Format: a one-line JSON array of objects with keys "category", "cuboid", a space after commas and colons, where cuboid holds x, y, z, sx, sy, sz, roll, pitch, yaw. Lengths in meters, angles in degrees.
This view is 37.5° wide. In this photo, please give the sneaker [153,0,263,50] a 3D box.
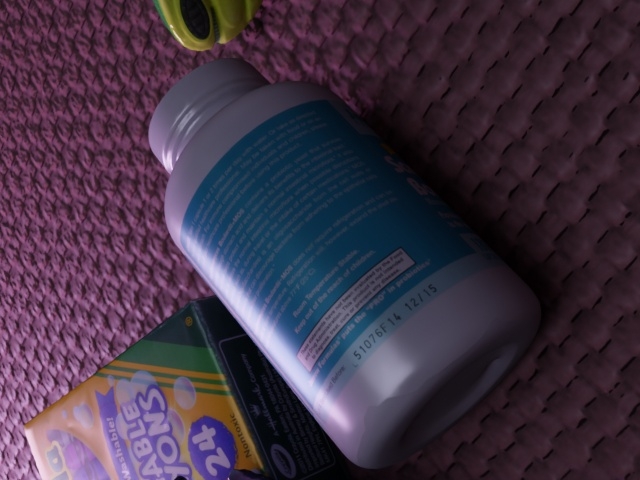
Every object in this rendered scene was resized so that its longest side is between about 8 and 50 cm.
[{"category": "sneaker", "cuboid": [-0.115, -0.279, 0.694, 0.123, 0.109, 0.296, -24, 83, 63]}]

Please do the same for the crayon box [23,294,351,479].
[{"category": "crayon box", "cuboid": [-0.129, 0.199, 0.778, 0.323, 0.083, 0.203, -36, 74, 38]}]

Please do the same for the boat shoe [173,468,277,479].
[{"category": "boat shoe", "cuboid": [-0.002, 0.244, 0.516, 0.340, 0.127, 0.158, 14, 100, 51]}]

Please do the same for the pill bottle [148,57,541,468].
[{"category": "pill bottle", "cuboid": [0.000, 0.000, 0.595, 0.264, 0.146, 0.146, 48, 124, 24]}]
